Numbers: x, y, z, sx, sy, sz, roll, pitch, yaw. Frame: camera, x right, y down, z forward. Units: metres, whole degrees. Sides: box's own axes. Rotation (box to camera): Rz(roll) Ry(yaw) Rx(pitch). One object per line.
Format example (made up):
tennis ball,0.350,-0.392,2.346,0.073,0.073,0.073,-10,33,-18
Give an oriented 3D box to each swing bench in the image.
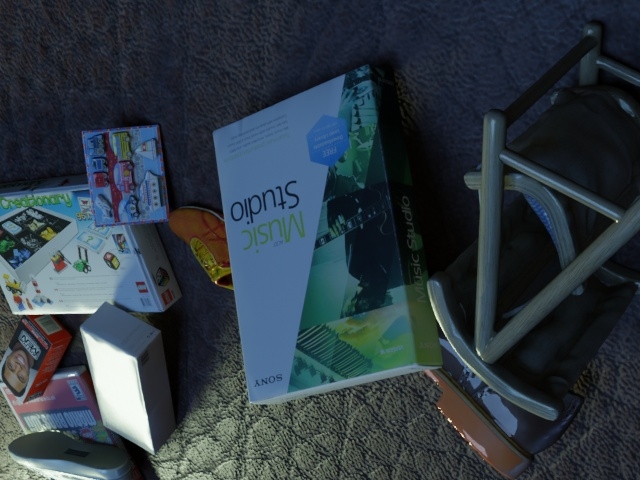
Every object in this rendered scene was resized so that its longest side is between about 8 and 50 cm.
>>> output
swing bench,0.229,-0.022,1.050,0.165,0.253,0.254,30,129,17

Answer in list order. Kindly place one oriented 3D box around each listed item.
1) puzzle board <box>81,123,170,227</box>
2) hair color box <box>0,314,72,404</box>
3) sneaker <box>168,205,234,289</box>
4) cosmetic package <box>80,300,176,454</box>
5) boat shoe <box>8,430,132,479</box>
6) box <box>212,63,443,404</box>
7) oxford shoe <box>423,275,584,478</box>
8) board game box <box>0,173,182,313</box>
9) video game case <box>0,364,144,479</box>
puzzle board,-0.245,-0.080,1.461,0.096,0.011,0.128,-5,110,-3
hair color box,-0.435,0.174,1.751,0.072,0.043,0.141,44,125,19
sneaker,-0.125,0.016,1.445,0.175,0.067,0.064,35,132,15
cosmetic package,-0.265,0.195,1.620,0.099,0.060,0.239,24,142,19
boat shoe,-0.387,0.355,1.786,0.228,0.079,0.081,6,115,29
box,0.000,0.000,1.246,0.232,0.058,0.322,-19,75,37
oxford shoe,0.139,0.085,1.293,0.133,0.130,0.363,-43,80,10
board game box,-0.348,0.008,1.604,0.305,0.053,0.193,-3,115,36
video game case,-0.382,0.333,1.842,0.204,0.025,0.285,-12,109,39
